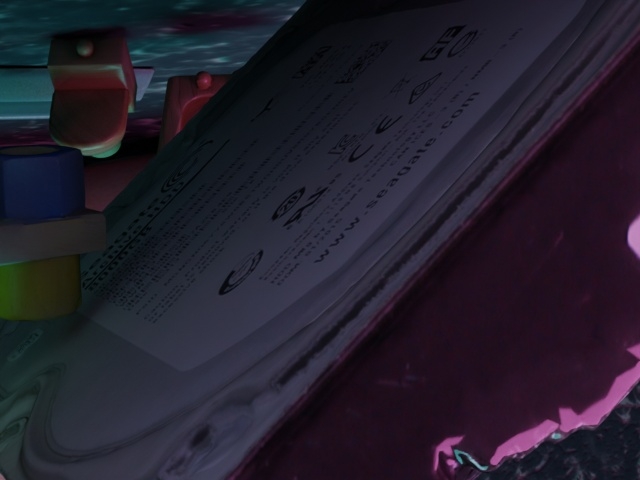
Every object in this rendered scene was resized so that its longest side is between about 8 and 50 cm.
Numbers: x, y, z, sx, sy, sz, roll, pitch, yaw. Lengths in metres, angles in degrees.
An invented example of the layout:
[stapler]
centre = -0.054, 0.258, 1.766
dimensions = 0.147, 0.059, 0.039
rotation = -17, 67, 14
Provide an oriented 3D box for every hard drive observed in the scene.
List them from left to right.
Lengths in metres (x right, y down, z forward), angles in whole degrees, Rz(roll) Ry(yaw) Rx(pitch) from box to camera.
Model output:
[hard drive]
centre = 0.000, 0.000, 0.537
dimensions = 0.237, 0.064, 0.339
rotation = -46, -165, -9

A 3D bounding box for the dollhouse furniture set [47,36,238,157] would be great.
[dollhouse furniture set]
centre = -0.101, -0.038, 0.723
dimensions = 0.151, 0.144, 0.123
rotation = 0, 145, 6

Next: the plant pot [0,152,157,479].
[plant pot]
centre = -0.059, 0.062, 1.155
dimensions = 0.305, 0.334, 0.334
rotation = -19, 175, 9

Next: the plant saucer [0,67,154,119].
[plant saucer]
centre = -0.175, -0.070, 0.851
dimensions = 0.192, 0.018, 0.067
rotation = -5, 177, -39

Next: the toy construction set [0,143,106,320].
[toy construction set]
centre = -0.231, -0.016, 0.461
dimensions = 0.215, 0.151, 0.327
rotation = 6, 179, 30
